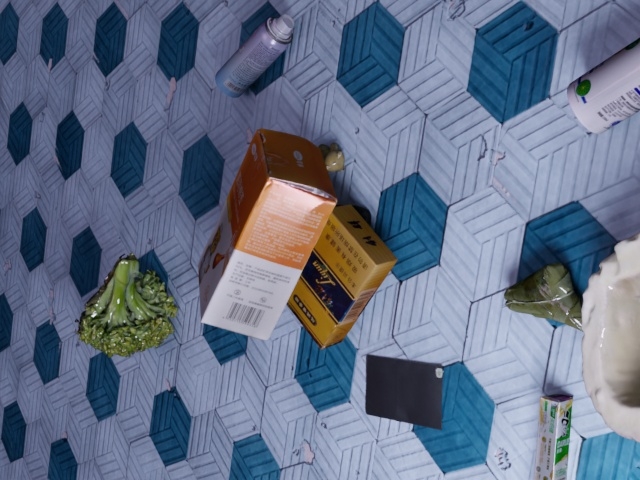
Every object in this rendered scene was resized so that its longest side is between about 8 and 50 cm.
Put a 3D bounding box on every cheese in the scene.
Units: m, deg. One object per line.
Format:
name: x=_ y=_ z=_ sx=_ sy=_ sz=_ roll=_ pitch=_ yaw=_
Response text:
cheese: x=0.488 y=0.119 z=1.171 sx=0.332 sy=0.153 sz=0.292 roll=-32 pitch=61 yaw=57

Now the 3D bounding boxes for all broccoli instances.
broccoli: x=-0.443 y=0.175 z=2.173 sx=0.180 sy=0.242 sz=0.273 roll=44 pitch=129 yaw=13

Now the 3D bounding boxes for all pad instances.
pad: x=0.150 y=0.276 z=1.673 sx=0.193 sy=0.004 sz=0.116 roll=0 pitch=89 yaw=47

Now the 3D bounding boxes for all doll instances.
doll: x=0.014 y=-0.167 z=1.797 sx=0.061 sy=0.051 sz=0.093 roll=-52 pitch=53 yaw=2

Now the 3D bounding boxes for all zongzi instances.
zongzi: x=0.347 y=0.120 z=1.436 sx=0.154 sy=0.062 sz=0.130 roll=-39 pitch=73 yaw=46

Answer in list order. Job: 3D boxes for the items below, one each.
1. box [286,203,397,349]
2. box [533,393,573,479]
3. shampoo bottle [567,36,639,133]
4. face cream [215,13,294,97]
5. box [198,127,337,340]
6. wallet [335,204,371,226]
box: x=0.028 y=0.069 z=1.711 sx=0.152 sy=0.070 sz=0.237 roll=51 pitch=128 yaw=25
box: x=0.358 y=0.342 z=1.415 sx=0.041 sy=0.050 sz=0.207 roll=7 pitch=94 yaw=46
shampoo bottle: x=0.488 y=-0.259 z=1.259 sx=0.303 sy=0.092 sz=0.092 roll=-34 pitch=65 yaw=42
face cream: x=-0.135 y=-0.398 z=1.946 sx=0.229 sy=0.075 sz=0.075 roll=-37 pitch=63 yaw=39
box: x=-0.109 y=-0.015 z=1.745 sx=0.341 sy=0.143 sz=0.225 roll=-62 pitch=21 yaw=25
wallet: x=0.000 y=0.000 z=1.815 sx=0.250 sy=0.044 sz=0.149 roll=6 pitch=90 yaw=47
